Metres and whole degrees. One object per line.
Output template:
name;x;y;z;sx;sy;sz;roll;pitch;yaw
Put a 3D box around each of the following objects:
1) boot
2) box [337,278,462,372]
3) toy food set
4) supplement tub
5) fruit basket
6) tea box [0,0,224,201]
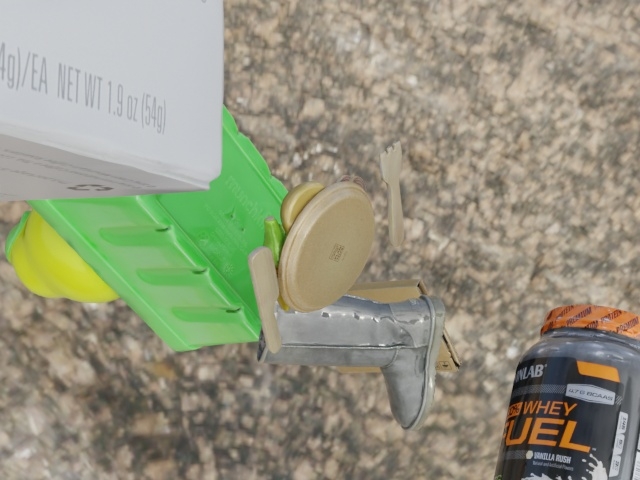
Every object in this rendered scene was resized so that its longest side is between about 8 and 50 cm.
boot;0.031;0.137;1.256;0.208;0.076;0.190;-1;106;-20
box;0.082;0.125;1.539;0.201;0.164;0.021;-5;37;34
toy food set;0.000;0.000;0.948;0.038;0.132;0.192;26;49;34
supplement tub;0.186;0.149;0.764;0.117;0.117;0.190;16;68;0
fruit basket;-0.236;-0.031;1.421;0.392;0.392;0.283;31;67;7
tea box;-0.195;-0.184;0.323;0.219;0.329;0.324;-2;86;22
